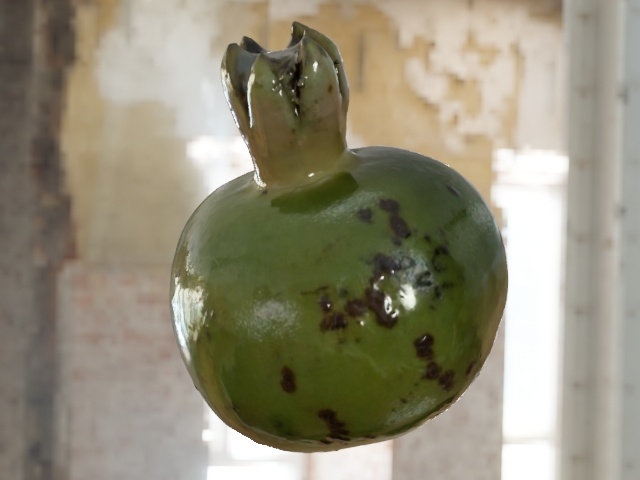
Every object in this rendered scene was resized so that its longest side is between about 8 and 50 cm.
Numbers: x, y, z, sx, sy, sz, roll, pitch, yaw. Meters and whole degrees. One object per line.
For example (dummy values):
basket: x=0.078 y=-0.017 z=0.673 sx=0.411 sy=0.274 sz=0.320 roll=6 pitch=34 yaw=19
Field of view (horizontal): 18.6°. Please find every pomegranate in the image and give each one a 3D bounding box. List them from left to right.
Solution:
pomegranate: x=0.000 y=0.000 z=0.635 sx=0.114 sy=0.142 sz=0.114 roll=-14 pitch=-162 yaw=5
